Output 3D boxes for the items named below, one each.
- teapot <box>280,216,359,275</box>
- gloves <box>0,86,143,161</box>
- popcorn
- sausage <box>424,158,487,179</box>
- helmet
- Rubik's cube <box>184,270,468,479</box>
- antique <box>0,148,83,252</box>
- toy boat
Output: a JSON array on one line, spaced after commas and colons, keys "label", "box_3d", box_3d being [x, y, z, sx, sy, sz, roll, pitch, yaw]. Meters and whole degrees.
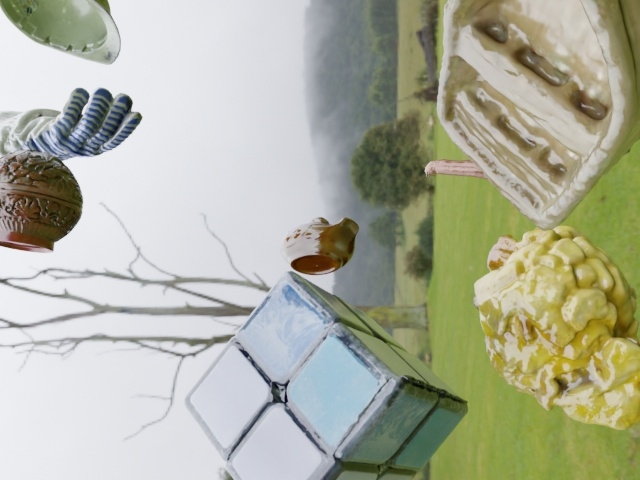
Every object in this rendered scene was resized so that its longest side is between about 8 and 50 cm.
[{"label": "teapot", "box_3d": [0.000, 0.000, 0.908, 0.098, 0.129, 0.078, 26, -122, -32]}, {"label": "gloves", "box_3d": [-0.368, -0.162, 0.909, 0.119, 0.229, 0.097, -64, -39, -73]}, {"label": "popcorn", "box_3d": [0.367, 0.140, 0.973, 0.332, 0.225, 0.265, 55, 146, 22]}, {"label": "sausage", "box_3d": [0.302, -0.156, 1.372, 0.036, 0.157, 0.042, 13, -97, -58]}, {"label": "helmet", "box_3d": [-0.510, -0.493, 1.296, 0.204, 0.257, 0.137, 122, 167, -56]}, {"label": "Rubik's cube", "box_3d": [0.013, 0.289, 1.108, 0.313, 0.318, 0.316, 41, -177, 37]}, {"label": "antique", "box_3d": [-0.283, -0.041, 0.613, 0.104, 0.104, 0.104, -3, -90, -82]}, {"label": "toy boat", "box_3d": [0.122, -0.091, 0.327, 0.116, 0.061, 0.188, 51, 171, 20]}]
